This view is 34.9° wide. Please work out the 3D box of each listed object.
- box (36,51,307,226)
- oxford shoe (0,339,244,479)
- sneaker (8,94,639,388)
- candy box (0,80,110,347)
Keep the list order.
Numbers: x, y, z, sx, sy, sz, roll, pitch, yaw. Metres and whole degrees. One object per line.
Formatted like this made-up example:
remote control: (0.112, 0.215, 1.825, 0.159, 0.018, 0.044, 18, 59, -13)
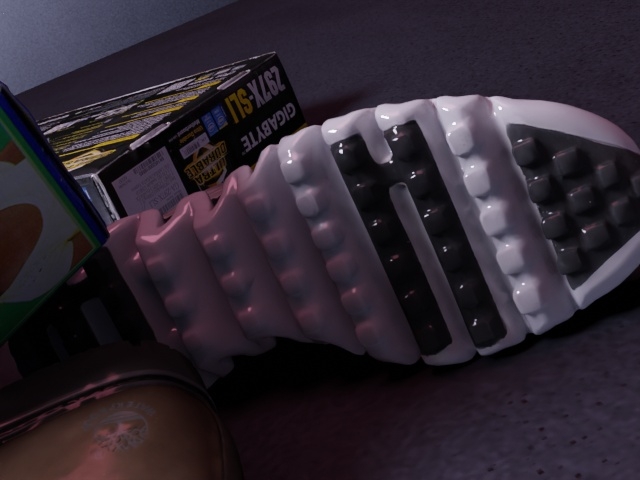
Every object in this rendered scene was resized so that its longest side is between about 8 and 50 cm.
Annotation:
box: (-0.207, -0.051, 0.858, 0.322, 0.079, 0.257, -9, 24, 33)
oxford shoe: (-0.126, 0.116, 0.306, 0.227, 0.083, 0.096, -32, 35, -8)
sneaker: (0.000, 0.000, 0.456, 0.292, 0.110, 0.118, -14, 12, 23)
candy box: (-0.287, 0.017, 0.367, 0.268, 0.122, 0.317, 36, 75, 24)
